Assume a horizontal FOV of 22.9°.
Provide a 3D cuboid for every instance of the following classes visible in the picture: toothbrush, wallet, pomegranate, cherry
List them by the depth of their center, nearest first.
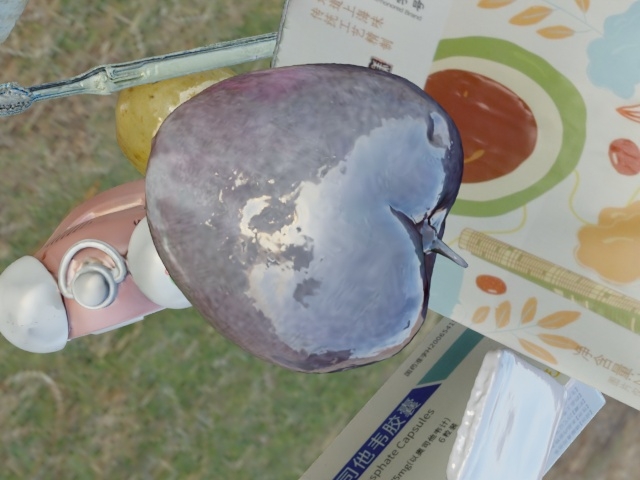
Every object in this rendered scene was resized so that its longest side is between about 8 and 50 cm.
[{"bbox_3d":[-0.007,-0.011,0.844,0.176,0.176,0.140,-52,169,-8],"label":"cherry"},{"bbox_3d":[0.148,0.156,1.263,0.183,0.032,0.124,30,79,-59],"label":"wallet"},{"bbox_3d":[-0.149,-0.137,1.288,0.294,0.028,0.026,-16,99,-33],"label":"toothbrush"},{"bbox_3d":[-0.161,-0.143,1.989,0.196,0.196,0.196,-27,132,-34],"label":"pomegranate"}]

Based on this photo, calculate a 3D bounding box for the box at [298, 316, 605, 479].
[{"bbox_3d":[0.106,0.235,1.607,0.343,0.200,0.065,-47,129,-15],"label":"box"}]

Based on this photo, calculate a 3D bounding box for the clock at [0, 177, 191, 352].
[{"bbox_3d":[-0.139,0.013,1.102,0.162,0.166,0.092,-51,123,-77],"label":"clock"}]

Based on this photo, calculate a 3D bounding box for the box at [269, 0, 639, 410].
[{"bbox_3d":[0.161,-0.082,1.096,0.122,0.385,0.344,-55,167,-43],"label":"box"}]

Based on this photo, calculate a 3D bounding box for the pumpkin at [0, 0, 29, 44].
[{"bbox_3d":[-0.395,-0.316,1.478,0.199,0.332,0.332,13,104,-54],"label":"pumpkin"}]
